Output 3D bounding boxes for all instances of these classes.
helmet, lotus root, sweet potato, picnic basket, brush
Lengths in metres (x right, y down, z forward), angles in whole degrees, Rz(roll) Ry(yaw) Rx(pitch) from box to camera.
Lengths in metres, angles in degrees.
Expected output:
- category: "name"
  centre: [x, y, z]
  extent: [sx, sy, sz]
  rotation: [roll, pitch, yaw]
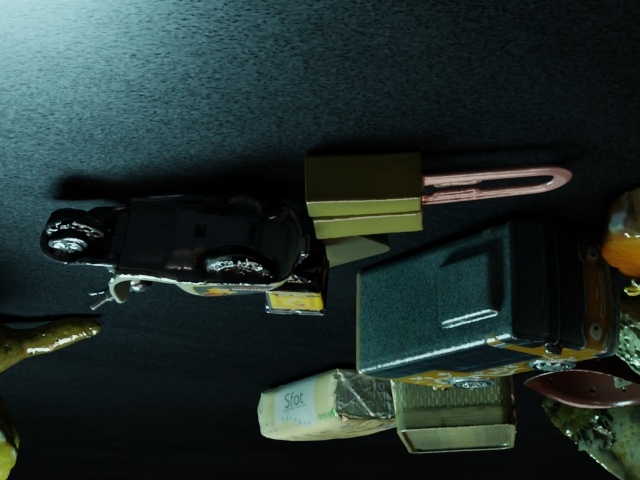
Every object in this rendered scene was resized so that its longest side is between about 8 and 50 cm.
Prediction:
- category: "helmet"
  centre: [0.352, 0.152, 1.714]
  extent: [0.175, 0.106, 0.155]
  rotation: [7, 159, -9]
- category: "lotus root"
  centre: [0.479, 0.276, 2.017]
  extent: [0.260, 0.149, 0.267]
  rotation: [32, -175, -18]
- category: "sweet potato"
  centre: [-0.409, 0.132, 1.636]
  extent: [0.269, 0.075, 0.075]
  rotation: [-4, 163, -7]
- category: "picnic basket"
  centre: [0.189, 0.212, 1.839]
  extent: [0.165, 0.139, 0.267]
  rotation: [-4, 163, 7]
- category: "brush"
  centre: [0.105, -0.044, 1.156]
  extent: [0.233, 0.047, 0.103]
  rotation: [-3, 163, 3]

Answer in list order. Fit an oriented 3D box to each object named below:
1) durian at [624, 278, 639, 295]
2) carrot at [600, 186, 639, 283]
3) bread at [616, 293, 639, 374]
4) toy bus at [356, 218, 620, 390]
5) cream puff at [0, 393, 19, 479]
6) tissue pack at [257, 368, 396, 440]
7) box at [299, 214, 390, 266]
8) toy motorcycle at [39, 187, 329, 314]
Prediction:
- category: "durian"
  centre: [0.385, 0.071, 1.210]
  extent: [0.208, 0.102, 0.146]
  rotation: [13, 168, 6]
- category: "carrot"
  centre: [0.423, -0.001, 1.280]
  extent: [0.307, 0.100, 0.258]
  rotation: [12, 161, -16]
- category: "bread"
  centre: [0.378, 0.110, 1.328]
  extent: [0.232, 0.064, 0.172]
  rotation: [15, -152, 17]
- category: "toy bus"
  centre: [0.171, 0.074, 1.401]
  extent: [0.167, 0.138, 0.275]
  rotation: [13, 160, -35]
- category: "cream puff"
  centre: [-0.465, 0.180, 1.461]
  extent: [0.185, 0.282, 0.282]
  rotation: [-25, 162, -2]
- category: "tissue pack"
  centre: [0.030, 0.261, 2.066]
  extent: [0.186, 0.090, 0.222]
  rotation: [7, 162, -33]
- category: "box"
  centre: [0.000, 0.000, 1.314]
  extent: [0.126, 0.031, 0.091]
  rotation: [-17, 157, 39]
- category: "toy motorcycle"
  centre: [-0.129, 0.015, 1.232]
  extent: [0.263, 0.091, 0.157]
  rotation: [2, 155, 7]
